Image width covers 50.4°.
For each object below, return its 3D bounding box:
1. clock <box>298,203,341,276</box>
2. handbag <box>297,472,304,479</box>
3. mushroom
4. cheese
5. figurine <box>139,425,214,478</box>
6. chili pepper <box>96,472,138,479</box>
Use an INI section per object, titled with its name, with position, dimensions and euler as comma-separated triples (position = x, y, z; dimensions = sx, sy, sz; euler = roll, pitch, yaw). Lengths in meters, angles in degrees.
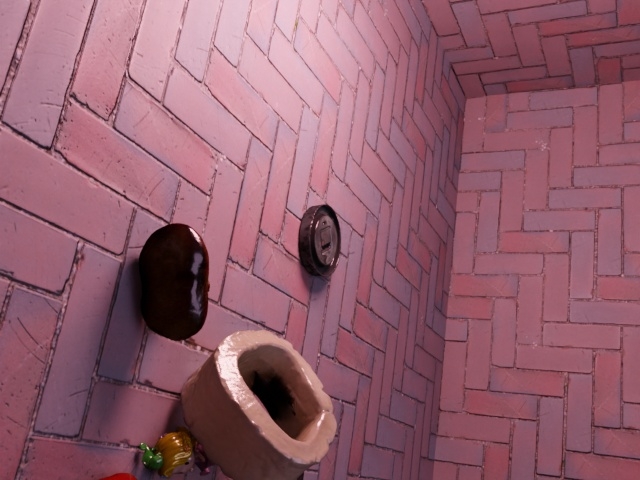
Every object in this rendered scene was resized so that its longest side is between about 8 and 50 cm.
[clock]
position = 0.000, 0.000, 2.008
dimensions = 0.215, 0.042, 0.214
euler = 1, 88, -64
[handbag]
position = -0.080, 0.516, 1.644
dimensions = 0.247, 0.080, 0.223
euler = -47, -160, 57
[mushroom]
position = -0.275, 0.074, 1.384
dimensions = 0.217, 0.148, 0.227
euler = -28, 126, -81
[cheese]
position = -0.116, 0.358, 1.434
dimensions = 0.292, 0.153, 0.332
euler = 2, 47, -56
[figurine]
position = -0.297, 0.419, 1.366
dimensions = 0.156, 0.115, 0.094
euler = 8, 116, -45
[chili pepper]
position = -0.404, 0.499, 1.124
dimensions = 0.368, 0.092, 0.137
euler = -44, 140, -53
